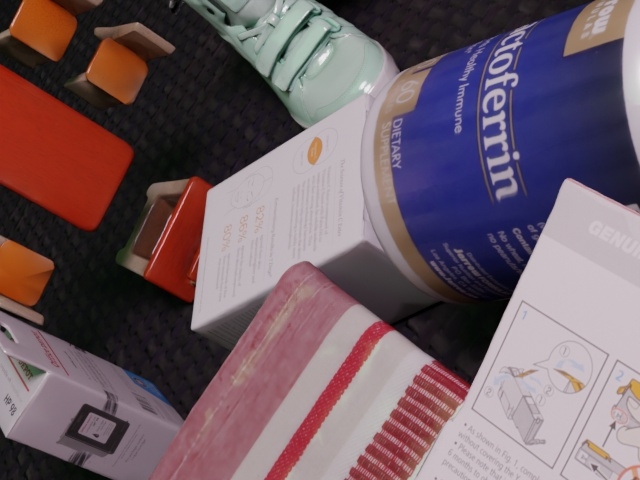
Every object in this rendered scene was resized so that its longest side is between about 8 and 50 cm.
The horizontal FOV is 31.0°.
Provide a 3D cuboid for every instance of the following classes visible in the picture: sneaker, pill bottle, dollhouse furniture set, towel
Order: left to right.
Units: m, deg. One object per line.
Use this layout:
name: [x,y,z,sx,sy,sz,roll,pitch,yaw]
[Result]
dollhouse furniture set: [-0.186,-0.050,0.946,0.135,0.259,0.262,7,69,55]
sneaker: [-0.043,-0.176,0.966,0.094,0.151,0.256,-52,37,5]
towel: [0.026,0.184,0.645,0.329,0.037,0.237,36,95,41]
pill bottle: [0.163,-0.055,0.626,0.265,0.153,0.153,-14,54,44]

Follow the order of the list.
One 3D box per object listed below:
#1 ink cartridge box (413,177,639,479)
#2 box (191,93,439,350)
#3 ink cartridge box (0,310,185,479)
ink cartridge box: [0.161,0.152,0.456,0.296,0.066,0.261,35,104,43]
box: [0.000,0.000,0.830,0.170,0.091,0.130,-27,44,36]
ink cartridge box: [-0.197,0.123,0.894,0.060,0.180,0.104,-57,35,2]
